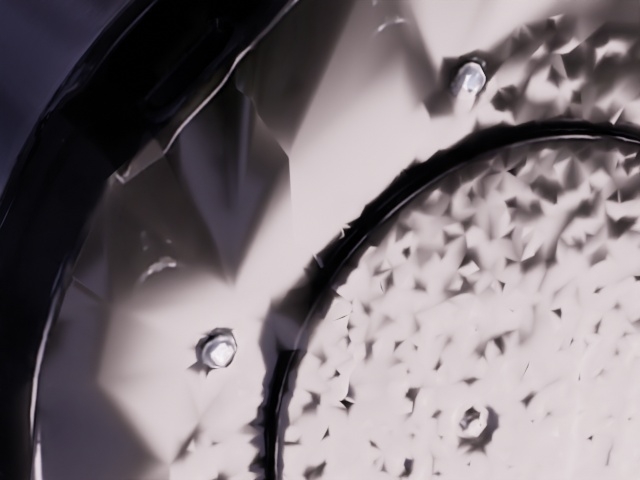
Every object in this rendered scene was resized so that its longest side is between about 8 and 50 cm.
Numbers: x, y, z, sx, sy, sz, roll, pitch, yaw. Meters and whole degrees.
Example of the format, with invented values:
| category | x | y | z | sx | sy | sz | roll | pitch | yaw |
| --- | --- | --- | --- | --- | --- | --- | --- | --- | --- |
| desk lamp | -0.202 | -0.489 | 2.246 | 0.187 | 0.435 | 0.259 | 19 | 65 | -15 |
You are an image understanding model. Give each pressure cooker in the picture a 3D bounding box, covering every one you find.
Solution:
| category | x | y | z | sx | sy | sz | roll | pitch | yaw |
| --- | --- | --- | --- | --- | --- | --- | --- | --- | --- |
| pressure cooker | 0.001 | -0.006 | 0.684 | 0.370 | 0.420 | 0.375 | 32 | 93 | -29 |
